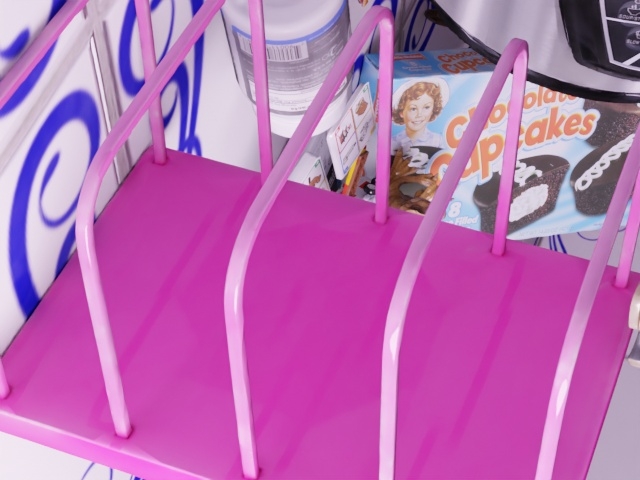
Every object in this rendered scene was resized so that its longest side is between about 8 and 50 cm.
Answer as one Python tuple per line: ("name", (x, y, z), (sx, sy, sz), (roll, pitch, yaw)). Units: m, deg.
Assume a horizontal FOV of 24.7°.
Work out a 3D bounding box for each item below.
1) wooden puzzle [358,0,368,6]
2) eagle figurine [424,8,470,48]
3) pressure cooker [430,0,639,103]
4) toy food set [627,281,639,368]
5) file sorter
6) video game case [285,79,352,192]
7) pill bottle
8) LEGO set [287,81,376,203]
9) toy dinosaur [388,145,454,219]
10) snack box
("wooden puzzle", (0.049, -0.234, 1.214), (0.049, 0.006, 0.083), (-25, 132, -73))
("eagle figurine", (0.252, -0.176, 1.589), (0.225, 0.226, 0.298), (-33, 172, 9))
("pressure cooker", (0.238, -0.342, 1.021), (0.370, 0.375, 0.420), (-48, 165, -24))
("toy food set", (0.170, -0.004, 0.711), (0.122, 0.019, 0.078), (-63, 159, -17))
("file sorter", (0.000, 0.000, 0.689), (0.182, 0.291, 0.202), (89, 22, -47))
("video game case", (-0.015, -0.027, 1.192), (0.173, 0.022, 0.190), (87, 23, -57))
("pill bottle", (-0.018, -0.124, 0.912), (0.137, 0.078, 0.078), (81, 29, -65))
("LEGO set", (-0.016, -0.005, 1.112), (0.182, 0.060, 0.244), (-57, 162, -14))
("toy dinosaur", (0.046, -0.023, 1.257), (0.112, 0.064, 0.211), (-39, -176, -29))
("snack box", (0.175, -0.090, 1.379), (0.322, 0.060, 0.187), (-7, 124, -27))
